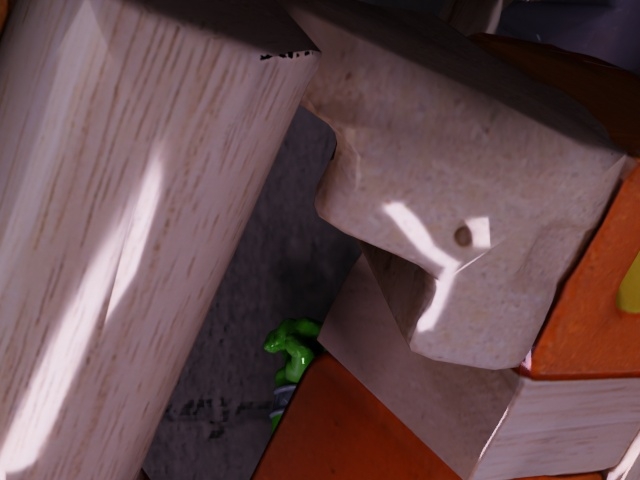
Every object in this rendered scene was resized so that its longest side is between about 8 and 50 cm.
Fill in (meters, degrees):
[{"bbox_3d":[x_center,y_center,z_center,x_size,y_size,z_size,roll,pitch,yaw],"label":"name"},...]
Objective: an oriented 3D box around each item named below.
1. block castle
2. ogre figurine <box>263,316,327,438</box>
[{"bbox_3d":[0.000,0.000,0.562,0.303,0.453,0.213,39,114,37],"label":"block castle"},{"bbox_3d":[0.027,0.111,0.798,0.197,0.097,0.118,21,98,32],"label":"ogre figurine"}]
